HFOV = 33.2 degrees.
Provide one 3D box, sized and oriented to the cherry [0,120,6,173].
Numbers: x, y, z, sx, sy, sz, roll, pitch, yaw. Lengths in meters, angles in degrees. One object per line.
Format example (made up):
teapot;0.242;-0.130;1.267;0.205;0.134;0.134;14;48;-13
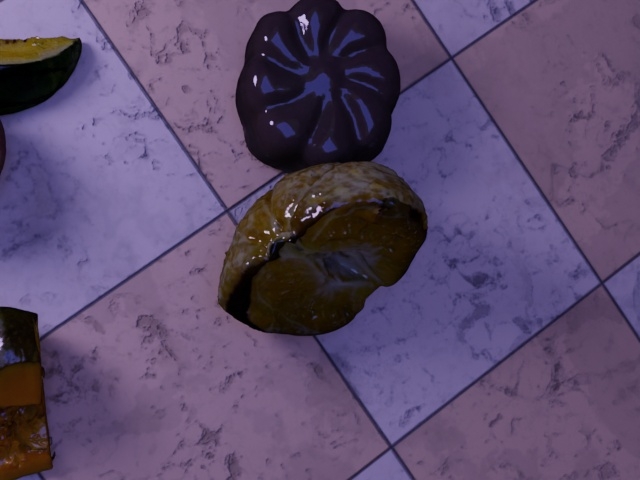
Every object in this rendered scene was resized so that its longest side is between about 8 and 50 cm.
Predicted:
cherry;-0.609;-0.155;1.633;0.239;0.239;0.206;25;103;-10

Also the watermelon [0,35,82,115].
watermelon;-0.539;-0.279;1.739;0.301;0.123;0.129;-2;54;-12

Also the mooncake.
mooncake;-0.004;-0.256;1.818;0.306;0.154;0.306;1;83;-11

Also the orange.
orange;0.000;0.000;1.745;0.369;0.210;0.271;-40;132;21

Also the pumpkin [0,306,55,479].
pumpkin;-0.486;0.240;1.646;0.139;0.190;0.280;-9;88;-14
